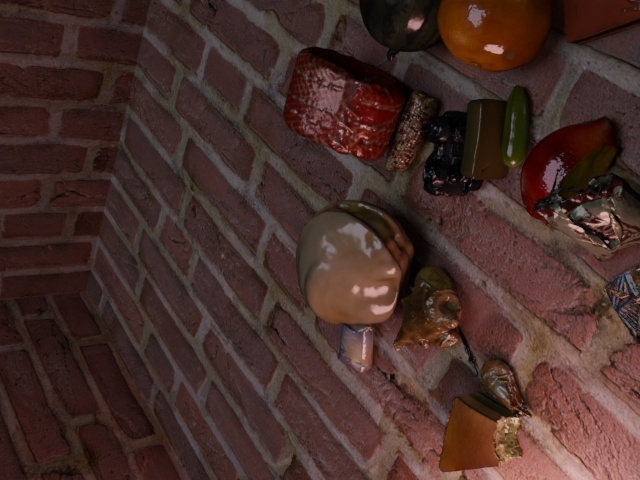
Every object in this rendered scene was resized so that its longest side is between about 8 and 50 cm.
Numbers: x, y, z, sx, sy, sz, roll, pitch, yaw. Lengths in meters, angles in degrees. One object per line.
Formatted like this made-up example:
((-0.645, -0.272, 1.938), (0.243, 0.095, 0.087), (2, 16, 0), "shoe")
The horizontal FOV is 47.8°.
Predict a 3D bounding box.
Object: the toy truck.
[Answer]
((0.333, -0.226, 1.899), (0.165, 0.147, 0.224), (-155, 69, -71), "toy truck")

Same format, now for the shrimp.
((0.473, 0.380, 1.839), (0.091, 0.043, 0.184), (-56, 51, 33), "shrimp")

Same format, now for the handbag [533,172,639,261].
((0.605, -0.050, 1.519), (0.213, 0.235, 0.127), (-30, 35, 50), "handbag")

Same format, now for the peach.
((0.542, -0.164, 1.621), (0.159, 0.154, 0.267), (45, 127, 41), "peach")

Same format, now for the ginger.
((0.294, 0.219, 1.991), (0.219, 0.123, 0.270), (56, 142, 36), "ginger")

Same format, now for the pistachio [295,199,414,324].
((0.091, 0.074, 2.101), (0.365, 0.281, 0.445), (46, 140, 4), "pistachio")

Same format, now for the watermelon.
((0.239, -0.642, 1.856), (0.279, 0.279, 0.359), (50, 133, 36), "watermelon")

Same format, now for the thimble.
((0.064, -0.393, 2.051), (0.350, 0.350, 0.230), (41, 120, 41), "thimble")

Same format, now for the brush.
((0.414, -0.251, 1.796), (0.059, 0.123, 0.197), (17, 105, 54), "brush")

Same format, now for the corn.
((0.250, -0.297, 2.025), (0.086, 0.086, 0.253), (47, 127, 38), "corn")

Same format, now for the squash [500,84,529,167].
((0.478, -0.277, 1.764), (0.066, 0.066, 0.201), (4, 90, 51), "squash")

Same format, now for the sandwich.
((0.417, 0.532, 1.867), (0.186, 0.108, 0.220), (27, 111, 48), "sandwich")

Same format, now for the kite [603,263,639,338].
((0.688, 0.123, 1.576), (0.160, 0.010, 0.183), (19, 107, 49), "kite")

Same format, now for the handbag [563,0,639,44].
((0.623, -0.515, 1.567), (0.190, 0.063, 0.127), (-6, 88, 54), "handbag")

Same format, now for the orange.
((0.404, -0.515, 1.681), (0.261, 0.261, 0.261), (6, 98, 51), "orange")

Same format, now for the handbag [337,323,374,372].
((0.118, 0.311, 2.243), (0.117, 0.095, 0.173), (25, 120, 41), "handbag")

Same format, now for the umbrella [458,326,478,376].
((0.399, 0.296, 1.946), (0.022, 0.022, 0.149), (82, 175, -66), "umbrella")
